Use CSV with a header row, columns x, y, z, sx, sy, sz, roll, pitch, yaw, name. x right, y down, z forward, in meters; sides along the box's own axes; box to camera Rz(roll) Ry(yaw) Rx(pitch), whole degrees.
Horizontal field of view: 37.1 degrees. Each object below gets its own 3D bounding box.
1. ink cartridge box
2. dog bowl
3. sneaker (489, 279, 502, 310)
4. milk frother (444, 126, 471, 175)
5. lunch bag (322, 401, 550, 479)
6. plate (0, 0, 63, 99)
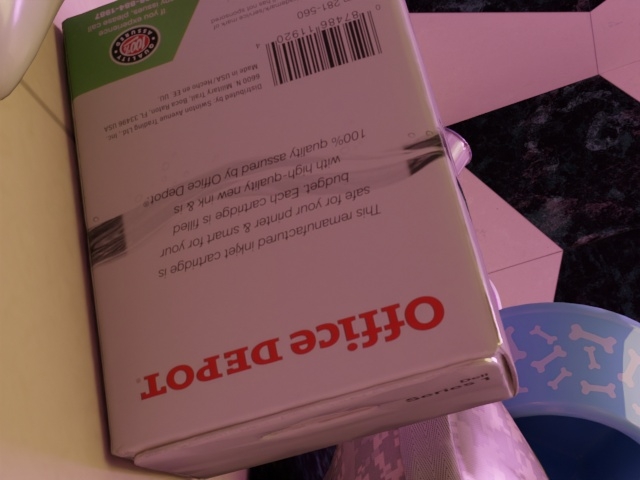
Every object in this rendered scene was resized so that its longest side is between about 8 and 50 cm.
x,y,z,sx,sy,sz,roll,pitch,yaw,name
-0.018,-0.017,0.434,0.092,0.160,0.219,52,23,-64,ink cartridge box
0.126,0.166,0.651,0.074,0.166,0.297,-74,-170,-49,dog bowl
0.221,0.199,1.407,0.152,0.114,0.305,139,-51,-74,sneaker
0.125,-0.114,1.354,0.134,0.129,0.143,-56,146,-28,milk frother
0.078,0.225,0.496,0.235,0.169,0.287,-92,165,-56,lunch bag
-0.157,-0.233,0.400,0.277,0.045,0.278,-92,161,-58,plate
